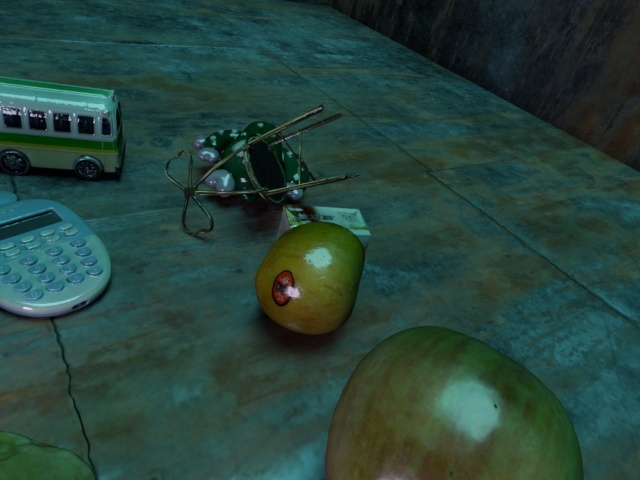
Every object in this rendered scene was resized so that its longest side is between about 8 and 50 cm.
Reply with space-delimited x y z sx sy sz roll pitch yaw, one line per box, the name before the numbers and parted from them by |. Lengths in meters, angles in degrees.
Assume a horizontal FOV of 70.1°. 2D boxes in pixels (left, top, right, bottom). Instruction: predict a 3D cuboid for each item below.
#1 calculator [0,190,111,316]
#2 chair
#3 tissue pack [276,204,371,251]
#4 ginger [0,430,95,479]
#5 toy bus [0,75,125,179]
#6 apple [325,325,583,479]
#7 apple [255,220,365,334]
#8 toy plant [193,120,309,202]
calculator | -0.457 0.010 0.713 0.303 0.042 0.188 35 41 24
chair | -0.107 -0.135 0.869 0.326 0.159 0.170 -18 4 19
tissue pack | 0.000 0.000 0.847 0.149 0.106 0.099 3 38 -19
ginger | -0.305 0.241 0.386 0.268 0.152 0.138 3 8 -10
toy bus | -0.535 -0.226 0.892 0.276 0.164 0.133 2 37 -20
apple | 0.131 0.230 0.487 0.257 0.256 0.233 30 68 18
apple | -0.016 0.057 0.710 0.155 0.182 0.182 12 35 7
toy plant | -0.148 -0.170 1.007 0.233 0.112 0.243 -10 54 -23
